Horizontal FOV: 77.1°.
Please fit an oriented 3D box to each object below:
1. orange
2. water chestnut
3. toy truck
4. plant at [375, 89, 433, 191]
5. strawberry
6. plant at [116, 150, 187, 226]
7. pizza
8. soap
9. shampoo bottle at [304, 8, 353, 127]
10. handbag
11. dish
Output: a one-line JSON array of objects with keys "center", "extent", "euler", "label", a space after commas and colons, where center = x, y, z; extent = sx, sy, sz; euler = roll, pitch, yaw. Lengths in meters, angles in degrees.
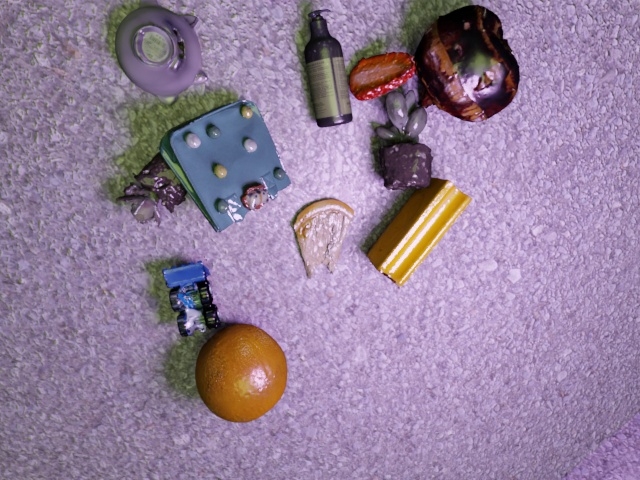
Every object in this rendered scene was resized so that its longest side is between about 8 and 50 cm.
[{"center": [-0.227, 0.378, 1.162], "extent": [0.275, 0.274, 0.274], "euler": [-3, 107, -11], "label": "orange"}, {"center": [0.363, -0.444, 1.063], "extent": [0.300, 0.300, 0.299], "euler": [-3, 107, -11], "label": "water chestnut"}, {"center": [-0.358, 0.156, 1.139], "extent": [0.113, 0.126, 0.208], "euler": [-13, 105, -8], "label": "toy truck"}, {"center": [0.235, -0.277, 1.129], "extent": [0.149, 0.146, 0.274], "euler": [-4, 95, 20], "label": "plant"}, {"center": [0.165, -0.425, 1.062], "extent": [0.082, 0.188, 0.121], "euler": [26, 68, -57], "label": "strawberry"}, {"center": [-0.413, -0.140, 1.034], "extent": [0.143, 0.131, 0.203], "euler": [32, 98, -22], "label": "plant"}, {"center": [0.000, 0.000, 1.217], "extent": [0.181, 0.034, 0.261], "euler": [6, 105, -15], "label": "pizza"}, {"center": [0.273, -0.031, 1.181], "extent": [0.096, 0.204, 0.324], "euler": [36, 96, -10], "label": "soap"}, {"center": [0.015, -0.445, 1.050], "extent": [0.101, 0.101, 0.283], "euler": [-14, 109, -8], "label": "shampoo bottle"}, {"center": [-0.221, -0.197, 1.013], "extent": [0.269, 0.100, 0.274], "euler": [-40, 112, -34], "label": "handbag"}, {"center": [-0.382, -0.464, 0.965], "extent": [0.228, 0.086, 0.236], "euler": [-31, 111, -2], "label": "dish"}]
